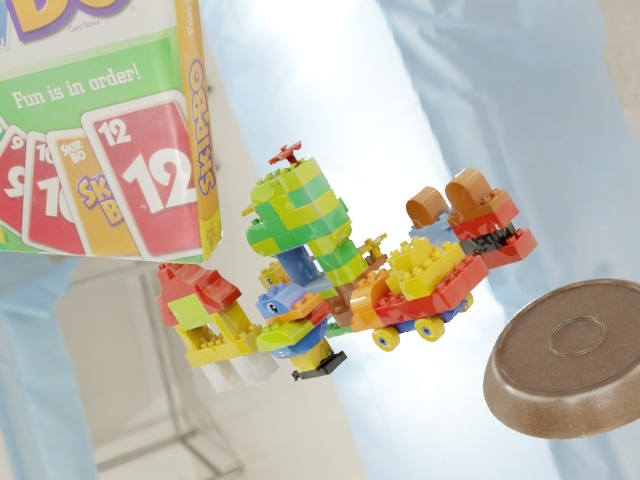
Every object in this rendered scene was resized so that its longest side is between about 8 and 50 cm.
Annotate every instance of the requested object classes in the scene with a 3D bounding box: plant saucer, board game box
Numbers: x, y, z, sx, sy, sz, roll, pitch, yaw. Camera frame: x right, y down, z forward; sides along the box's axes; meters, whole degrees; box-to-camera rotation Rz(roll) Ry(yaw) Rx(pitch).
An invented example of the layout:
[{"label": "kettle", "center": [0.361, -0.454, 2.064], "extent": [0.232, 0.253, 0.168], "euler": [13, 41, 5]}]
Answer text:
[{"label": "plant saucer", "center": [0.198, 0.081, 0.849], "extent": [0.168, 0.168, 0.029], "euler": [23, 147, 57]}, {"label": "board game box", "center": [-0.117, -0.111, 0.497], "extent": [0.039, 0.124, 0.259], "euler": [-63, -27, -61]}]

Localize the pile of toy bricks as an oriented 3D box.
[{"label": "pile of toy bricks", "center": [0.000, 0.000, 0.582], "extent": [0.212, 0.118, 0.105], "euler": [-20, 105, 50]}]
